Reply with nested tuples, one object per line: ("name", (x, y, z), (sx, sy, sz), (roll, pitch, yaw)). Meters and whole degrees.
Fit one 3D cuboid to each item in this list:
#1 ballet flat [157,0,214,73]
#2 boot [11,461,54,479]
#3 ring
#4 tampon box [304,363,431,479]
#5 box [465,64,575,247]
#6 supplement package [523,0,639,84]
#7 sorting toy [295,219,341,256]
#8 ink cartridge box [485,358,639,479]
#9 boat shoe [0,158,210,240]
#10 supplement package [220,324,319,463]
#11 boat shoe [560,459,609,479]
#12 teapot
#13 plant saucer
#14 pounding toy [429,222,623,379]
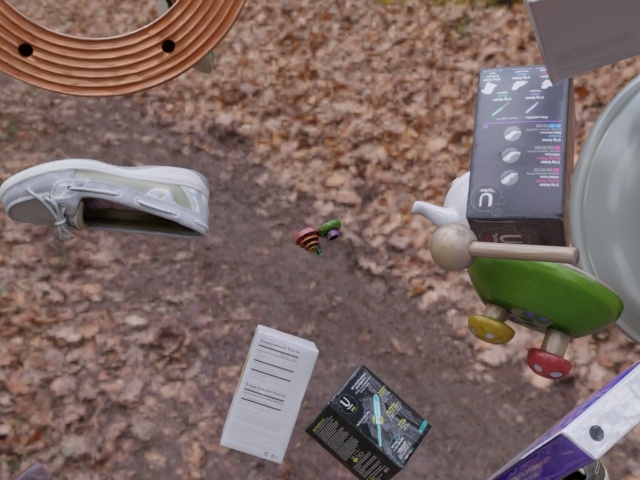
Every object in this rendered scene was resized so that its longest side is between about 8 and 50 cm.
("ballet flat", (-0.181, -0.273, 1.134), (0.057, 0.168, 0.052), (26, 59, 28))
("boot", (-0.420, 0.456, 1.232), (0.207, 0.090, 0.248), (-24, 80, -44))
("ring", (-0.223, -0.307, 0.853), (0.337, 0.336, 0.032), (-6, 17, -14))
("tampon box", (0.080, 0.317, 1.496), (0.161, 0.101, 0.120), (41, 43, 7))
("box", (0.314, -0.116, 1.364), (0.143, 0.165, 0.270), (0, 64, 19))
("supplement package", (0.285, -0.281, 0.852), (0.194, 0.149, 0.203), (-18, -18, 16))
("sorting toy", (0.000, 0.000, 1.624), (0.102, 0.061, 0.042), (-15, 67, -30))
("ink cartridge box", (0.243, 0.196, 0.864), (0.208, 0.206, 0.045), (-29, 71, -23))
("boat shoe", (-0.332, -0.052, 1.369), (0.320, 0.118, 0.103), (2, 59, -11))
("supplement package", (-0.107, 0.316, 1.845), (0.134, 0.244, 0.139), (18, -1, -4))
("boat shoe", (0.519, 0.482, 1.776), (0.080, 0.073, 0.223), (-18, 6, 35))
("teapot", (0.367, -0.076, 1.959), (0.187, 0.252, 0.256), (48, 7, 33))
("plant saucer", (0.497, -0.035, 1.021), (0.400, 0.400, 0.100), (1, 6, 0))
("pounding toy", (0.223, 0.079, 0.983), (0.183, 0.110, 0.237), (16, -12, 38))
